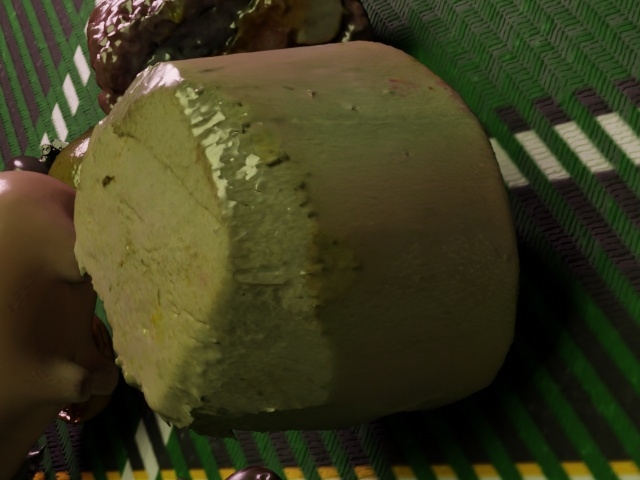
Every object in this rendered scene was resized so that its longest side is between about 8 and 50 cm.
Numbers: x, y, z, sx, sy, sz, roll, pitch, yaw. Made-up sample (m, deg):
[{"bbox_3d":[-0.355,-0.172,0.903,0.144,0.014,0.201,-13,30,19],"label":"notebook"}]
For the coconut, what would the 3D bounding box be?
[{"bbox_3d":[0.000,0.000,1.222,0.297,0.309,0.297,9,101,54],"label":"coconut"}]

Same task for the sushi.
[{"bbox_3d":[-0.084,-0.194,1.525,0.270,0.236,0.171,-38,26,10],"label":"sushi"}]

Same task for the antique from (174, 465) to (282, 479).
[{"bbox_3d":[-0.085,0.295,1.238,0.143,0.121,0.257,17,76,46],"label":"antique"}]

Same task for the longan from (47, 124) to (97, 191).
[{"bbox_3d":[-0.194,-0.032,1.622,0.145,0.176,0.155,-24,0,-26],"label":"longan"}]

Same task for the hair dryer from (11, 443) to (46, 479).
[{"bbox_3d":[-0.358,0.343,1.554,0.173,0.107,0.357,9,64,50],"label":"hair dryer"}]

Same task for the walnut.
[{"bbox_3d":[-0.229,0.122,1.596,0.091,0.052,0.121,-21,70,36],"label":"walnut"}]

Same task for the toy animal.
[{"bbox_3d":[-0.322,0.092,1.513,0.269,0.237,0.326,11,91,22],"label":"toy animal"}]

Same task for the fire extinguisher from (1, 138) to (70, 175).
[{"bbox_3d":[-0.356,-0.011,1.847,0.089,0.072,0.268,40,95,28],"label":"fire extinguisher"}]
